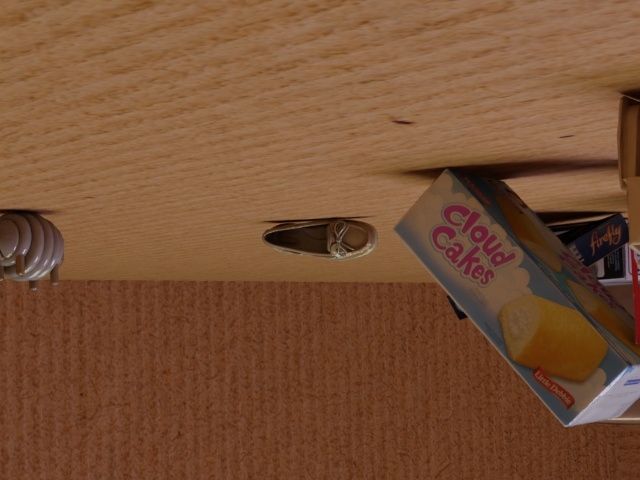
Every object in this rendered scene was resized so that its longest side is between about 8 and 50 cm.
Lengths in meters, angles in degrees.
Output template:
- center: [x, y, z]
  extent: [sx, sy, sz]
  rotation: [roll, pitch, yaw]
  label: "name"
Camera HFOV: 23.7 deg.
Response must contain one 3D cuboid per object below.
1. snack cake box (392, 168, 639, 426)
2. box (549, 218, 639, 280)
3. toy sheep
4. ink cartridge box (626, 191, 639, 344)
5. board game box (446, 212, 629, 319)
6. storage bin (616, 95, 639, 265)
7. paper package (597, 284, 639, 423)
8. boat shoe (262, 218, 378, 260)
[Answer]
- center: [0.209, 0.054, 1.500]
  extent: [0.089, 0.264, 0.152]
  rotation: [-49, 157, 19]
  label: "snack cake box"
- center: [0.406, 0.024, 2.278]
  extent: [0.169, 0.087, 0.290]
  rotation: [1, 176, -34]
  label: "box"
- center: [-0.351, 0.009, 1.806]
  extent: [0.091, 0.091, 0.132]
  rotation: [-4, 165, 27]
  label: "toy sheep"
- center: [0.365, 0.017, 1.524]
  extent: [0.056, 0.181, 0.225]
  rotation: [-6, 172, 26]
  label: "ink cartridge box"
- center: [0.298, 0.038, 2.102]
  extent: [0.165, 0.042, 0.243]
  rotation: [-29, -179, -26]
  label: "board game box"
- center: [0.376, -0.045, 1.080]
  extent: [0.262, 0.123, 0.260]
  rotation: [-4, 175, 32]
  label: "storage bin"
- center: [0.559, 0.145, 2.482]
  extent: [0.325, 0.309, 0.168]
  rotation: [-3, 172, 16]
  label: "paper package"
- center: [0.000, -0.002, 2.018]
  extent: [0.153, 0.056, 0.048]
  rotation: [5, -177, 23]
  label: "boat shoe"
